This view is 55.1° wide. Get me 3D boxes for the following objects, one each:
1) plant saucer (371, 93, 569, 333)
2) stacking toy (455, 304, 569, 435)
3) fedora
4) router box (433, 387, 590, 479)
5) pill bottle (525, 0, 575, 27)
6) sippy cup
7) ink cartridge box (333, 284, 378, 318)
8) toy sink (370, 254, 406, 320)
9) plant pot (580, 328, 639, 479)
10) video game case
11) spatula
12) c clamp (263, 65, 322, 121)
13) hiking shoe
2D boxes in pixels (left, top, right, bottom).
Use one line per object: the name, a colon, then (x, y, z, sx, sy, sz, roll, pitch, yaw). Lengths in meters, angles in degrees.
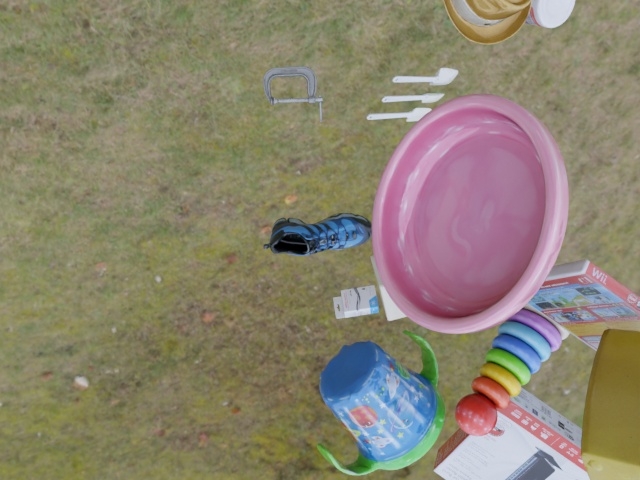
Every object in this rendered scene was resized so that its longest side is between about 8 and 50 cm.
plant saucer: (0.209, -0.035, 0.867, 0.084, 0.332, 0.332, 8, 135, -36)
stacking toy: (0.411, 0.286, 1.351, 0.330, 0.141, 0.141, -51, 157, -18)
fedora: (0.299, -0.429, 1.036, 0.194, 0.194, 0.079, -18, -167, -20)
router box: (0.498, 0.542, 1.476, 0.301, 0.335, 0.082, -58, 176, 29)
pill bottle: (0.469, -0.551, 1.393, 0.108, 0.193, 0.108, -13, 121, -22)
sippy cup: (0.122, 0.349, 1.369, 0.240, 0.305, 0.224, -23, 121, 33)
ink cartridge box: (0.067, 0.119, 1.182, 0.083, 0.048, 0.028, -9, 149, 1)
toy sink: (0.271, 0.099, 1.689, 0.234, 0.131, 0.153, -16, 133, 3)
plant pot: (0.434, 0.254, 0.732, 0.212, 0.212, 0.187, -2, -149, 50)
video game case: (0.464, 0.129, 0.992, 0.025, 0.285, 0.204, -60, -170, -18)
spatula: (0.232, -0.363, 1.539, 0.242, 0.019, 0.168, -11, 150, -40)
c clamp: (-0.071, -0.380, 1.581, 0.160, 0.137, 0.022, 4, -172, 3)
hiking shoe: (0.000, 0.000, 1.747, 0.304, 0.132, 0.113, -5, 118, 13)
